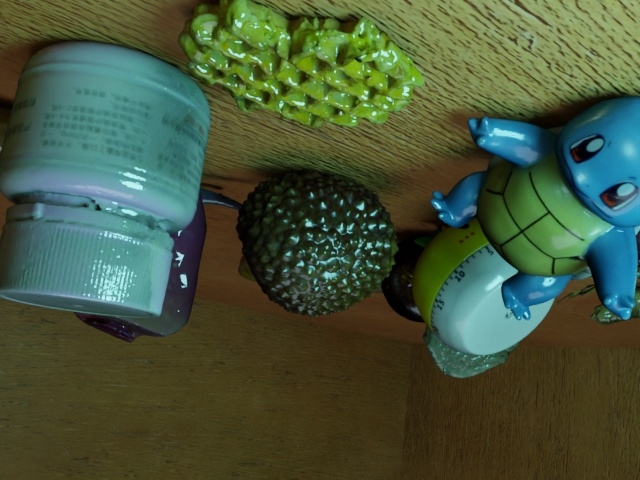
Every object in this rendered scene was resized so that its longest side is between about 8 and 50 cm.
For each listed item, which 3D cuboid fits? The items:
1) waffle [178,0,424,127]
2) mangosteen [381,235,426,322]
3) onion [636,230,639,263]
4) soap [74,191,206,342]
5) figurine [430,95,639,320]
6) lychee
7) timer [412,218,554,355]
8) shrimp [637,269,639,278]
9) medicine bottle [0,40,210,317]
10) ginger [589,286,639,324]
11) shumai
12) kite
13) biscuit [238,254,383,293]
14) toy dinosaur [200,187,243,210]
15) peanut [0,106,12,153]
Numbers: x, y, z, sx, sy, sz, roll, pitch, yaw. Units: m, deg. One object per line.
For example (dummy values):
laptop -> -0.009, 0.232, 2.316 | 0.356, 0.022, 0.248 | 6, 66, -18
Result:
waffle -> -0.015, -0.188, 0.720 | 0.253, 0.056, 0.249 | 4, 167, 20
mangosteen -> 0.233, 0.082, 1.489 | 0.192, 0.192, 0.217 | 4, -173, 13
onion -> 0.524, -0.029, 0.890 | 0.248, 0.161, 0.248 | 6, 156, 2
soap -> -0.303, 0.000, 1.082 | 0.127, 0.324, 0.220 | -1, 163, 44
figurine -> 0.309, -0.030, 0.880 | 0.243, 0.297, 0.416 | -27, 170, -4
lychee -> 0.000, 0.000, 1.126 | 0.268, 0.267, 0.267 | 7, 167, 2
timer -> 0.285, 0.058, 1.280 | 0.286, 0.285, 0.285 | 7, 167, 2
shrimp -> 0.826, 0.125, 1.497 | 0.185, 0.068, 0.287 | -26, 137, 35
medicine bottle -> -0.276, -0.065, 0.833 | 0.241, 0.301, 0.241 | 7, 167, 2
ginger -> 0.853, 0.159, 1.682 | 0.334, 0.081, 0.148 | -12, 146, 28
shumai -> 0.410, 0.189, 1.815 | 0.267, 0.314, 0.262 | 45, -168, -17
kite -> 0.586, 0.066, 1.292 | 0.286, 0.015, 0.152 | -20, 165, -19
biscuit -> 0.011, 0.069, 1.693 | 0.446, 0.103, 0.429 | 14, 165, -37
toy dinosaur -> -0.362, -0.099, 1.224 | 0.384, 0.129, 0.331 | -7, 152, 42
peanut -> -0.474, -0.155, 1.004 | 0.215, 0.098, 0.090 | 9, 157, -18
